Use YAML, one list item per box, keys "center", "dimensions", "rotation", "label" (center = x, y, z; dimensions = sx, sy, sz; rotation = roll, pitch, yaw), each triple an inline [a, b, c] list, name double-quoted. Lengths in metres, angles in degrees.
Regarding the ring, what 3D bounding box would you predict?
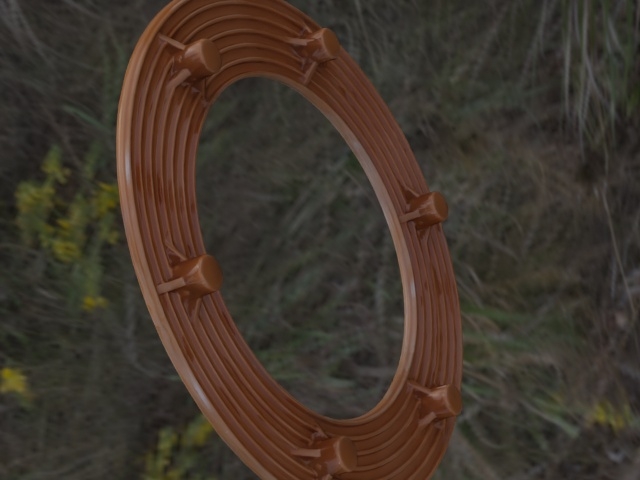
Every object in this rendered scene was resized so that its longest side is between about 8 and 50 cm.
- center: [0.000, 0.000, 1.062]
  dimensions: [0.032, 0.336, 0.336]
  rotation: [-19, 78, 31]
  label: "ring"
